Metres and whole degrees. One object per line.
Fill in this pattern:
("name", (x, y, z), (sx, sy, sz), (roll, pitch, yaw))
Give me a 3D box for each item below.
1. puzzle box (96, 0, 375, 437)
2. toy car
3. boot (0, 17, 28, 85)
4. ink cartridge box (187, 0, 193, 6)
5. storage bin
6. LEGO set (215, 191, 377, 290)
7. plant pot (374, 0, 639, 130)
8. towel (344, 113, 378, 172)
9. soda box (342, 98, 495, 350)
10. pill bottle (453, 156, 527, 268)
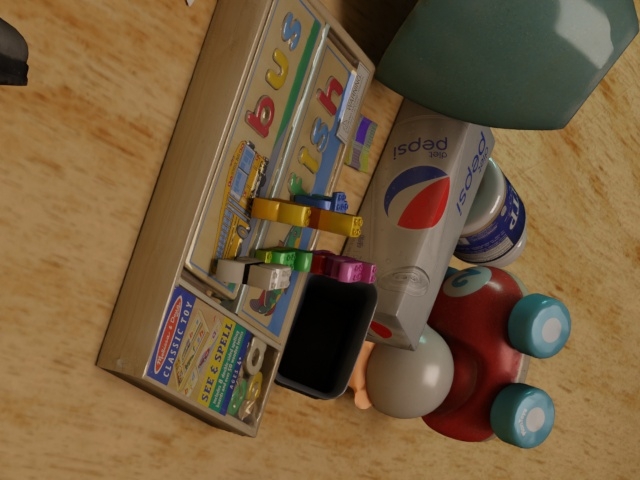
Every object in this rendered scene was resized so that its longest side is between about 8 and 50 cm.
("puzzle box", (-0.070, -0.036, 1.777), (0.272, 0.052, 0.409), (39, 66, -63))
("toy car", (0.125, 0.129, 2.178), (0.238, 0.219, 0.210), (6, 97, -37))
("boot", (-0.266, -0.230, 1.180), (0.338, 0.118, 0.223), (30, 69, -70))
("ink cartridge box", (-0.103, -0.245, 1.626), (0.048, 0.028, 0.083), (-61, 152, -31))
("storage bin", (-0.009, 0.100, 1.948), (0.091, 0.098, 0.135), (119, -9, -72))
("LEGO set", (0.000, 0.000, 1.767), (0.227, 0.093, 0.087), (-7, 107, -65))
("plant pot", (0.222, -0.229, 1.999), (0.290, 0.195, 0.290), (-52, 177, -4))
("towel", (0.040, -0.108, 2.035), (0.083, 0.009, 0.060), (28, 75, -65))
("soda box", (0.104, -0.026, 2.117), (0.286, 0.091, 0.098), (-67, 154, -22))
("pill bottle", (0.189, -0.033, 2.276), (0.186, 0.112, 0.112), (44, 62, -63))
